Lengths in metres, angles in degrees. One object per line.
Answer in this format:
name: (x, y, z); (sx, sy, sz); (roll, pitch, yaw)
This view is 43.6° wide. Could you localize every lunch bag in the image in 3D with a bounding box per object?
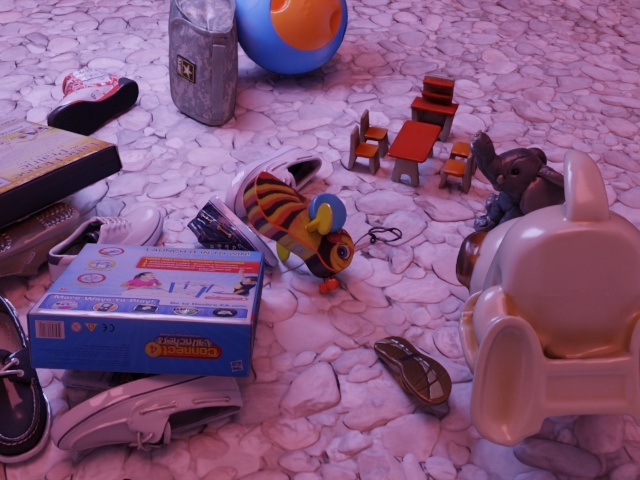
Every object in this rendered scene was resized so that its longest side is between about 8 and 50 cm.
lunch bag: (-0.272, -0.434, 1.872); (0.169, 0.235, 0.287); (-3, 38, -15)

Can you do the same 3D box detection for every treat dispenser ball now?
treat dispenser ball: (-0.076, -0.557, 1.990); (0.288, 0.288, 0.288); (1, 38, -1)

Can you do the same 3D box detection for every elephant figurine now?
elephant figurine: (0.374, -0.099, 1.459); (0.169, 0.239, 0.186); (28, 46, 30)

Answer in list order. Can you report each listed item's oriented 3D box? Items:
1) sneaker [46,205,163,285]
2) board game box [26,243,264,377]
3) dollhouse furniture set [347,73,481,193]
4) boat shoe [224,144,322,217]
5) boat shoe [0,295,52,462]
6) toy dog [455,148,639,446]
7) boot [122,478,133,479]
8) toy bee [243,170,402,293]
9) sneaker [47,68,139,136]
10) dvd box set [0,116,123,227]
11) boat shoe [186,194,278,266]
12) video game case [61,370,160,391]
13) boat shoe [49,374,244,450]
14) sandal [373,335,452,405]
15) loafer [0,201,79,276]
sneaker: (-0.379, -0.002, 1.438); (0.094, 0.091, 0.258); (21, 43, 23)
board game box: (-0.248, 0.098, 1.233); (0.309, 0.086, 0.302); (3, 18, -1)
dollhouse furniture set: (0.217, -0.239, 1.716); (0.262, 0.135, 0.259); (13, 40, 15)
boat shoe: (-0.089, -0.119, 1.591); (0.084, 0.095, 0.258); (18, 42, 27)
boat shoe: (-0.478, 0.195, 1.187); (0.114, 0.091, 0.302); (-20, 43, -24)
toy dog: (0.315, 0.076, 1.157); (0.285, 0.395, 0.408); (-12, 5, 4)
boot: (-0.212, 0.390, 0.974); (0.198, 0.076, 0.137); (11, 42, 33)
toy bee: (0.000, 0.000, 1.394); (0.299, 0.195, 0.162); (13, 63, -2)
sneaker: (-0.559, -0.318, 1.838); (0.145, 0.090, 0.270); (20, 39, 24)
dvd box set: (-0.626, -0.139, 1.552); (0.421, 0.062, 0.308); (17, 38, 41)
boat shoe: (-0.161, 0.004, 1.469); (0.083, 0.065, 0.183); (-46, 70, -1)
video game case: (-0.294, 0.170, 1.280); (0.173, 0.022, 0.190); (7, 38, 8)
boat shoe: (-0.237, 0.251, 1.126); (0.268, 0.096, 0.088); (-13, 58, -29)
sandal: (0.141, 0.206, 1.230); (0.072, 0.049, 0.180); (-11, 25, -24)
loafer: (-0.541, 0.026, 1.399); (0.269, 0.092, 0.102); (-26, 43, -26)
